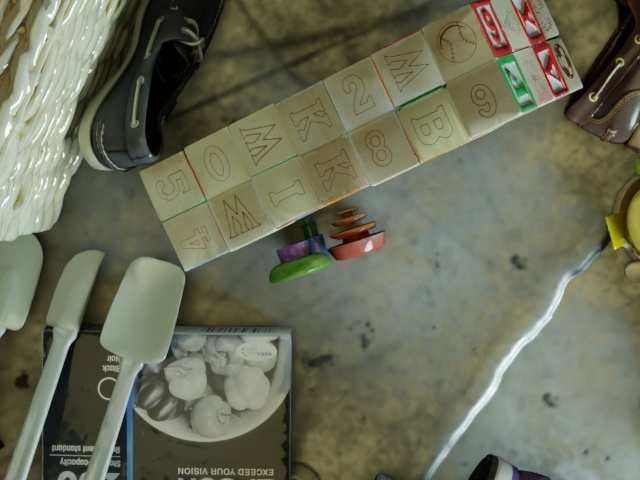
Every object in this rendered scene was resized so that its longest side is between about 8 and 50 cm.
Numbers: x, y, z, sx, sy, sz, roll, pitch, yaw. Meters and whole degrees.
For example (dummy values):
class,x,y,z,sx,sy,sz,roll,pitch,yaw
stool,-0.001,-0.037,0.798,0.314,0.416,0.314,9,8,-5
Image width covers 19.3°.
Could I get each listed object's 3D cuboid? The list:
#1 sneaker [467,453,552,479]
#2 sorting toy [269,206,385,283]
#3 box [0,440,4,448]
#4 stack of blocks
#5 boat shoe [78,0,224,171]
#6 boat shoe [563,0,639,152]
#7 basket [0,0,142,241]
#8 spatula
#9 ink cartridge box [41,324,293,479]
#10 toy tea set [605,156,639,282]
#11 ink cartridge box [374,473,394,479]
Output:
class,x,y,z,sx,sy,sz,roll,pitch,yaw
sneaker,0.129,0.317,1.443,0.124,0.107,0.283,24,95,-4
sorting toy,0.000,0.000,1.496,0.102,0.061,0.042,-19,92,-17
box,-0.309,0.156,1.533,0.052,0.062,0.083,-40,90,5
stack of blocks,0.032,-0.086,1.429,0.297,0.171,0.087,-25,91,25
boat shoe,-0.112,-0.138,1.451,0.065,0.075,0.206,4,56,38
boat shoe,0.258,-0.173,1.453,0.073,0.073,0.207,25,96,1
basket,-0.288,-0.180,1.376,0.266,0.328,0.331,24,96,1
spatula,-0.214,0.116,1.489,0.168,0.019,0.242,15,78,8
ink cartridge box,-0.124,0.173,1.528,0.206,0.045,0.208,0,96,5
toy tea set,0.353,0.079,1.437,0.200,0.124,0.336,-17,92,6
ink cartridge box,0.094,0.335,1.519,0.224,0.045,0.223,28,96,2
